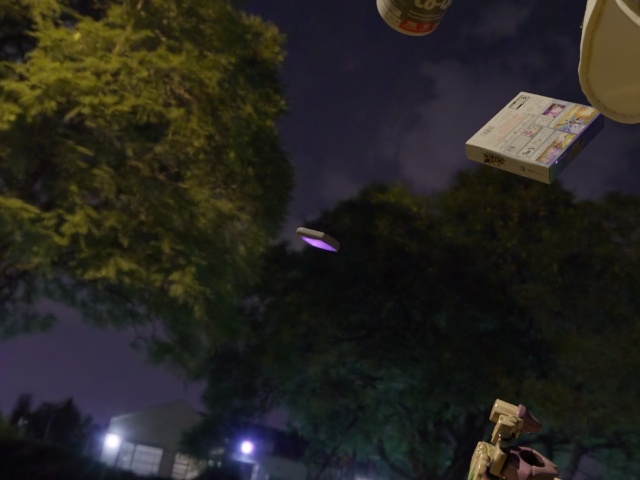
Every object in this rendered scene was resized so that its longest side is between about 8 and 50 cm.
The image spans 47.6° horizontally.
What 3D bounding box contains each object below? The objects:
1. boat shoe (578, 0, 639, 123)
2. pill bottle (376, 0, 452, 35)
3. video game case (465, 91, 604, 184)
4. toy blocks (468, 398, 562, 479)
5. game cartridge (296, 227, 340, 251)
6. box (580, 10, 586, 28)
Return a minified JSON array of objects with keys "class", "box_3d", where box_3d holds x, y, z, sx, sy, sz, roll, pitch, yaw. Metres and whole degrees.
[{"class":"boat shoe","box_3d":[0.178,-0.136,0.338,0.098,0.096,0.277,34,-23,15]},{"class":"pill bottle","box_3d":[0.243,-0.605,1.599,0.161,0.161,0.283,14,-31,-10]},{"class":"video game case","box_3d":[0.555,-0.272,1.880,0.244,0.269,0.061,24,-35,40]},{"class":"toy blocks","box_3d":[0.382,0.463,1.245,0.260,0.308,0.288,21,19,12]},{"class":"game cartridge","box_3d":[0.000,0.000,1.183,0.056,0.017,0.083,11,-10,22]},{"class":"box","box_3d":[0.626,-0.541,1.483,0.175,0.220,0.051,-21,42,-42]}]
